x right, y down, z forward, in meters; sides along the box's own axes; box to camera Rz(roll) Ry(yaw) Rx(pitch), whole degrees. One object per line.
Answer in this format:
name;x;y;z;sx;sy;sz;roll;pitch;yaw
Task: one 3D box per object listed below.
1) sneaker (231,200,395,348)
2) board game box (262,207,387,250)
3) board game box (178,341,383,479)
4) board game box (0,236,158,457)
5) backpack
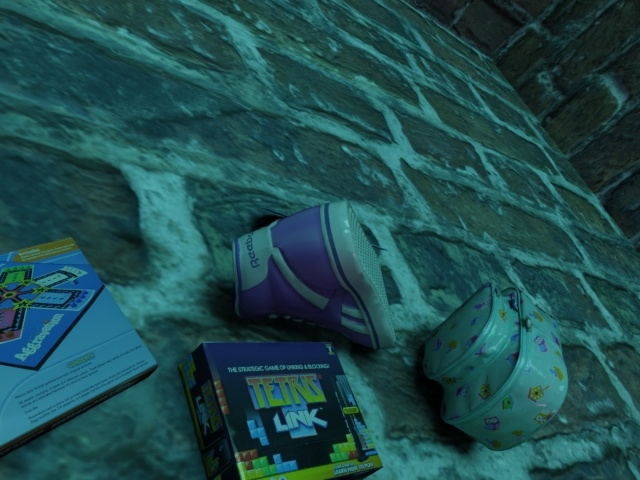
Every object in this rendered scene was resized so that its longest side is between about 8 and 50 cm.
sneaker;-0.010;0.057;0.667;0.282;0.160;0.102;59;17;-53
board game box;0.000;0.000;0.751;0.168;0.033;0.133;18;0;9
board game box;-0.035;0.167;0.559;0.170;0.048;0.141;9;48;-44
board game box;-0.259;0.088;0.407;0.145;0.027;0.281;53;32;9
backpack;0.219;0.160;0.751;0.144;0.166;0.188;34;30;-15
